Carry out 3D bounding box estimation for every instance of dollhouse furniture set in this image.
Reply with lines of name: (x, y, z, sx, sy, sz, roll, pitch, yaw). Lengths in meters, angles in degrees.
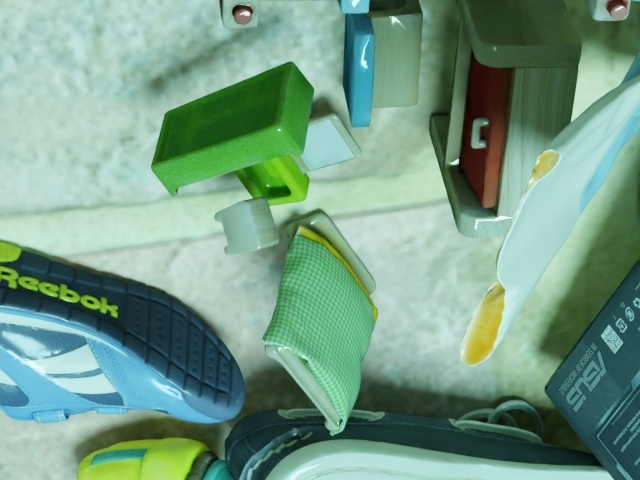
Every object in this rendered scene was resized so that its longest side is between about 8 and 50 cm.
dollhouse furniture set: (0.027, -0.078, 0.582, 0.129, 0.129, 0.184, -2, 127, -6)
dollhouse furniture set: (0.000, 0.000, 0.664, 0.058, 0.076, 0.152, -16, 130, 25)

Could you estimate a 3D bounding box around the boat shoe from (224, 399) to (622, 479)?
boat shoe: (0.076, 0.125, 0.767, 0.254, 0.079, 0.095, 9, 110, -23)

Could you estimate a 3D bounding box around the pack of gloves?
pack of gloves: (0.132, -0.082, 0.539, 0.046, 0.232, 0.195, 28, 127, 11)

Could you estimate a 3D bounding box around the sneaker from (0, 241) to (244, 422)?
sneaker: (-0.102, 0.048, 0.708, 0.144, 0.053, 0.059, 22, 120, -12)

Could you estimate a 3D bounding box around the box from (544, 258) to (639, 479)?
box: (0.200, 0.057, 0.640, 0.059, 0.183, 0.233, -22, 153, -32)

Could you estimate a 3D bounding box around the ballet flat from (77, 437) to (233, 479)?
ballet flat: (-0.068, 0.184, 0.809, 0.077, 0.077, 0.231, 3, 126, 17)
